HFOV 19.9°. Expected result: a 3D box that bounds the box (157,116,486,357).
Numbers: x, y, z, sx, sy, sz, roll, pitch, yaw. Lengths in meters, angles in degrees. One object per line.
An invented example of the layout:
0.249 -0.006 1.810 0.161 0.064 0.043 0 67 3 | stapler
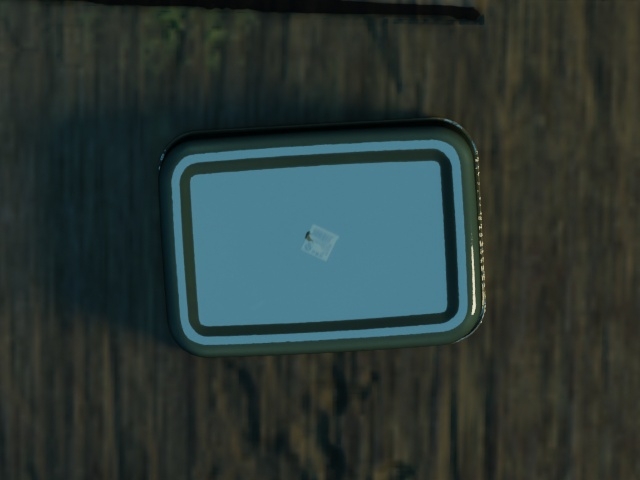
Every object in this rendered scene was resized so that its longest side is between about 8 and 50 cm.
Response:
0.000 0.000 0.698 0.126 0.031 0.091 -2 95 3 | box
